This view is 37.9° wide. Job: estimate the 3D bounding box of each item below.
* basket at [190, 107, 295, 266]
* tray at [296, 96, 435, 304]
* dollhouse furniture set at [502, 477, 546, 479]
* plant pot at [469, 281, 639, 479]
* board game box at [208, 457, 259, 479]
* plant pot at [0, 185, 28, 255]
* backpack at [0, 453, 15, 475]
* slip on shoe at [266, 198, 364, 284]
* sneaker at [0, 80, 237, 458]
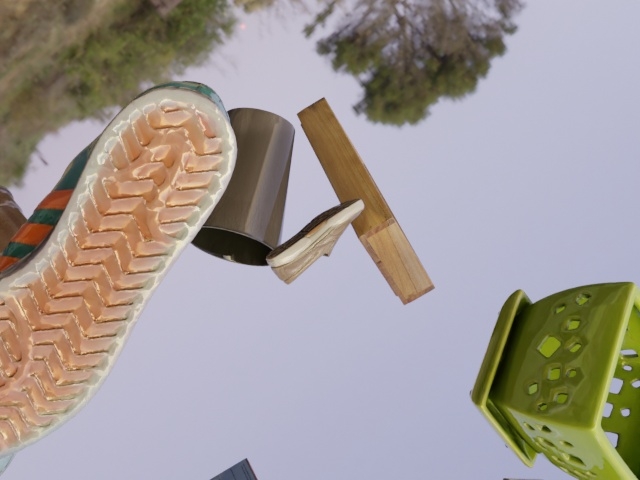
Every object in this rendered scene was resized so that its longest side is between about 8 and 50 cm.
[{"bbox_3d":[-0.125,-0.094,1.559,0.154,0.204,0.227,5,-106,18],"label":"basket"},{"bbox_3d":[0.077,-0.083,1.763,0.076,0.203,0.411,-30,-139,6],"label":"tray"},{"bbox_3d":[0.352,0.459,1.398,0.129,0.129,0.184,-2,-103,39],"label":"dollhouse furniture set"},{"bbox_3d":[0.351,0.203,1.306,0.207,0.227,0.228,1,-125,39],"label":"plant pot"},{"bbox_3d":[-0.101,0.337,0.965,0.145,0.027,0.281,-28,-158,-9],"label":"board game box"},{"bbox_3d":[-0.520,0.023,1.521,0.167,0.165,0.167,-45,162,-19],"label":"plant pot"},{"bbox_3d":[-0.387,0.144,0.922,0.191,0.253,0.225,21,-101,22],"label":"backpack"},{"bbox_3d":[0.000,0.000,1.091,0.135,0.041,0.051,-37,-165,-20],"label":"slip on shoe"},{"bbox_3d":[-0.160,0.020,0.635,0.302,0.108,0.121,-49,-168,8],"label":"sneaker"}]
